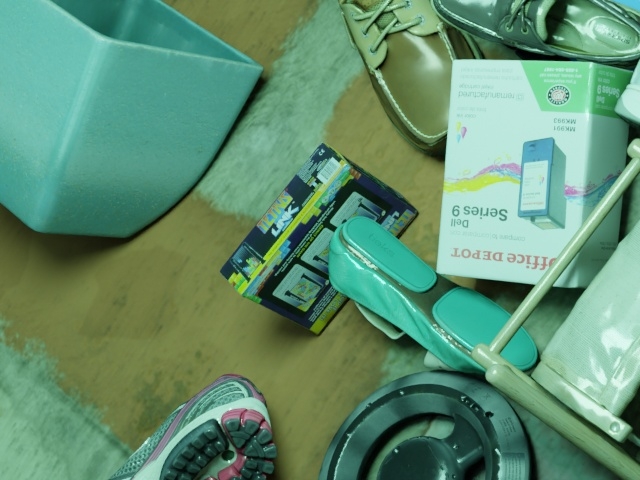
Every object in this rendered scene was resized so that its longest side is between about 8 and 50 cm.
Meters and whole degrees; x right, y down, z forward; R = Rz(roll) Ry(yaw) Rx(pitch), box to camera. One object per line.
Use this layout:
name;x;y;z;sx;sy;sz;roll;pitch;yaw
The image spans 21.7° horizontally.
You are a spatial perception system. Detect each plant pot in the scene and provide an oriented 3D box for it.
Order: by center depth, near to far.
plant pot;-0.264;-0.144;1.873;0.248;0.247;0.252;35;109;37

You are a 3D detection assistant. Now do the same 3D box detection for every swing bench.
swing bench;0.309;0.085;1.441;0.255;0.165;0.253;37;94;-2

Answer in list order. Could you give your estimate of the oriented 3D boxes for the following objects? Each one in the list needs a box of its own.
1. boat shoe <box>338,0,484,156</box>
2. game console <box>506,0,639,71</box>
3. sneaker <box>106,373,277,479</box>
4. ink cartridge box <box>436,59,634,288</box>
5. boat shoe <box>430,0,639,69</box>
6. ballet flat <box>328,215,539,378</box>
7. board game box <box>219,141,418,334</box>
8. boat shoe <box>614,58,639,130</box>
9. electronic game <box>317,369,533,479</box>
boat shoe;0.073;-0.235;1.758;0.123;0.120;0.324;-33;57;19
game console;0.274;-0.307;1.633;0.293;0.250;0.173;-50;27;7
sneaker;-0.161;0.262;1.739;0.299;0.121;0.112;-40;27;15
ink cartridge box;0.204;-0.063;1.596;0.154;0.093;0.212;7;94;35
boat shoe;0.214;-0.218;1.595;0.224;0.073;0.080;17;95;6
ballet flat;0.106;0.074;1.642;0.247;0.083;0.087;37;135;19
board game box;0.000;0.000;1.702;0.170;0.141;0.048;-51;52;6
boat shoe;0.419;-0.101;1.472;0.320;0.118;0.103;23;92;31
electronic game;0.097;0.233;1.609;0.229;0.048;0.229;-16;57;26
